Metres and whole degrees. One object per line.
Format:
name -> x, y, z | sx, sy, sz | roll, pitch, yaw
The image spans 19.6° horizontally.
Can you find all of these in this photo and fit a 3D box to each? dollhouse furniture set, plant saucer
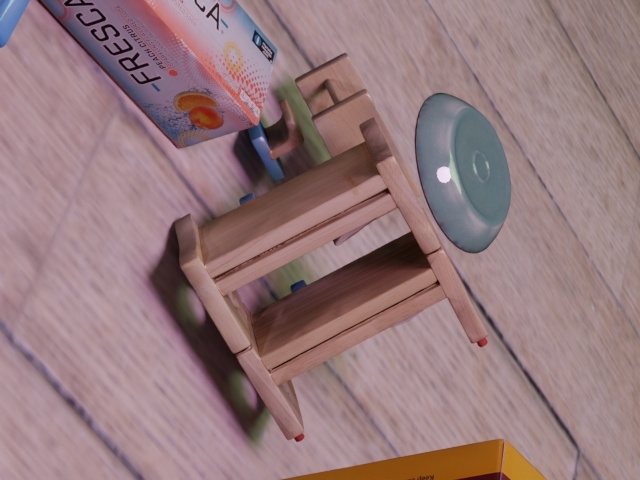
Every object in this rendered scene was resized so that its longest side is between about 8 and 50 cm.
dollhouse furniture set -> 0.000, 0.000, 1.081 | 0.129, 0.129, 0.184 | 61, 4, -24
plant saucer -> 0.108, -0.051, 1.336 | 0.119, 0.021, 0.119 | 31, 52, -49

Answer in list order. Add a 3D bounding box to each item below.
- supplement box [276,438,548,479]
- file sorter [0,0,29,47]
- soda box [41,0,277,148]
supplement box -> 0.033, 0.228, 0.936 | 0.129, 0.191, 0.194 | 45, 42, -40
file sorter -> -0.168, -0.187, 0.796 | 0.170, 0.118, 0.104 | -66, 148, -22
soda box -> -0.100, -0.132, 1.001 | 0.183, 0.058, 0.063 | 49, 41, -38
